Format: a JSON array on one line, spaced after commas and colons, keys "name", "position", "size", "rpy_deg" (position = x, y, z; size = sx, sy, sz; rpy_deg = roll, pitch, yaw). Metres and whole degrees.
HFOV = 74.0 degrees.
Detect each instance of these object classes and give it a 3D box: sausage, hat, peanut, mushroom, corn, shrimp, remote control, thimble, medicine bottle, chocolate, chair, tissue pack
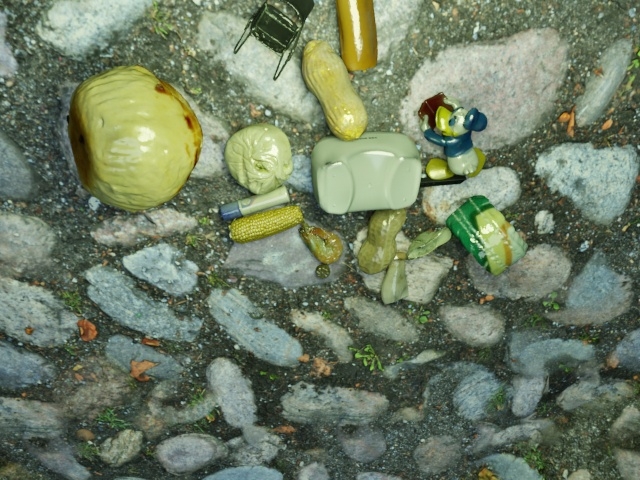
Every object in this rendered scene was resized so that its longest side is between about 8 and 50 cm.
[{"name": "sausage", "position": [0.095, -0.642, 1.183], "size": [0.111, 0.112, 0.329], "rpy_deg": [-12, 119, 0]}, {"name": "hat", "position": [0.391, -0.001, 1.552], "size": [0.122, 0.081, 0.166], "rpy_deg": [4, 144, -47]}, {"name": "peanut", "position": [0.224, -0.009, 1.527], "size": [0.136, 0.120, 0.299], "rpy_deg": [-1, 120, -33]}, {"name": "mushroom", "position": [0.284, 0.149, 1.639], "size": [0.116, 0.093, 0.226], "rpy_deg": [-16, 112, -24]}, {"name": "corn", "position": [-0.188, -0.057, 1.468], "size": [0.259, 0.091, 0.091], "rpy_deg": [-17, 121, 1]}, {"name": "shrimp", "position": [0.000, -0.001, 1.543], "size": [0.115, 0.051, 0.217], "rpy_deg": [-38, 115, 6]}, {"name": "remote control", "position": [0.383, -0.203, 1.481], "size": [0.244, 0.063, 0.025], "rpy_deg": [-5, 78, -5]}, {"name": "thimble", "position": [0.585, -0.016, 1.491], "size": [0.167, 0.254, 0.288], "rpy_deg": [-40, 129, 17]}, {"name": "medicine bottle", "position": [-0.221, -0.125, 1.443], "size": [0.230, 0.059, 0.059], "rpy_deg": [-17, 119, 2]}, {"name": "chocolate", "position": [0.037, -0.429, 1.232], "size": [0.134, 0.134, 0.310], "rpy_deg": [-26, 88, 7]}, {"name": "chair", "position": [-0.123, -0.595, 1.186], "size": [0.140, 0.221, 0.145], "rpy_deg": [29, 154, -21]}, {"name": "tissue pack", "position": [0.135, -0.225, 1.344], "size": [0.332, 0.236, 0.230], "rpy_deg": [-4, 127, -4]}]

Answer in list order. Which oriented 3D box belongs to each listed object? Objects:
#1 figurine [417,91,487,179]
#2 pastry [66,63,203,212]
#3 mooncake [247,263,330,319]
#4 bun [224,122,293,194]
[{"name": "figurine", "position": [0.423, -0.343, 1.304], "size": [0.204, 0.338, 0.284], "rpy_deg": [-26, 83, 0]}, {"name": "pastry", "position": [-0.498, -0.277, 1.168], "size": [0.312, 0.388, 0.389], "rpy_deg": [-12, 124, -37]}, {"name": "mooncake", "position": [-0.120, 0.192, 1.634], "size": [0.150, 0.057, 0.347], "rpy_deg": [40, 101, -10]}, {"name": "bun", "position": [-0.190, -0.251, 1.336], "size": [0.229, 0.145, 0.230], "rpy_deg": [-4, 121, -7]}]
